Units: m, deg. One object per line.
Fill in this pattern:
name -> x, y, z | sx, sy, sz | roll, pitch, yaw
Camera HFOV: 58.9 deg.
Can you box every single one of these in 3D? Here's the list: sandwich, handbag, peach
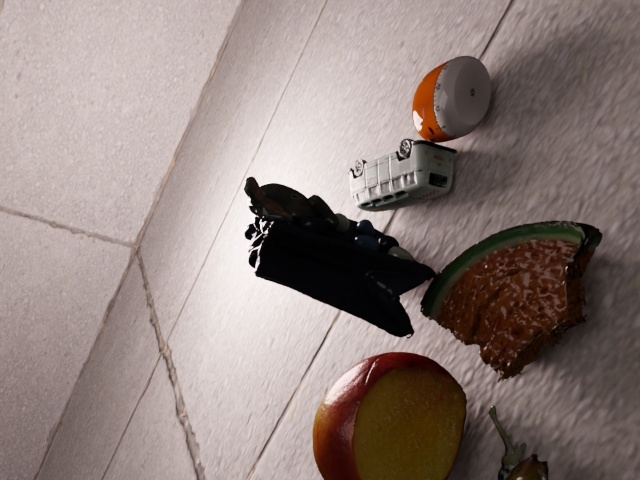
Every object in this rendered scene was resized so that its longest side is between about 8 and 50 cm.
sandwich -> 0.238, 0.060, 0.674 | 0.235, 0.079, 0.159 | -54, 46, 33
handbag -> 0.000, 0.000, 0.815 | 0.326, 0.268, 0.119 | -130, 61, -76
peach -> 0.089, 0.236, 0.705 | 0.192, 0.190, 0.190 | -46, 40, 35

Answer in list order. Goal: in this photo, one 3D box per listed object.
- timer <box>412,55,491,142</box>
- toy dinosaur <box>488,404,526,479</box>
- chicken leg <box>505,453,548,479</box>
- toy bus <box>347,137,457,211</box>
timer -> 0.186, -0.210, 0.861 | 0.136, 0.099, 0.136 | -32, 33, 24
toy dinosaur -> 0.217, 0.271, 0.627 | 0.058, 0.037, 0.180 | 114, 165, -57
chicken leg -> 0.256, 0.265, 0.485 | 0.211, 0.140, 0.361 | 42, 101, 34
toy bus -> 0.124, -0.098, 0.917 | 0.193, 0.087, 0.089 | -14, 72, 52
